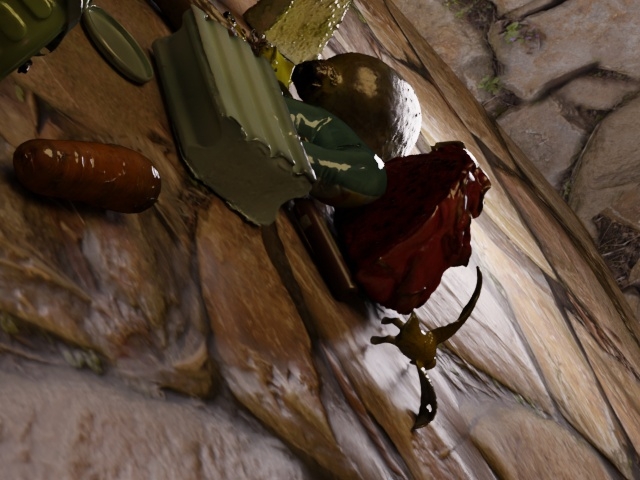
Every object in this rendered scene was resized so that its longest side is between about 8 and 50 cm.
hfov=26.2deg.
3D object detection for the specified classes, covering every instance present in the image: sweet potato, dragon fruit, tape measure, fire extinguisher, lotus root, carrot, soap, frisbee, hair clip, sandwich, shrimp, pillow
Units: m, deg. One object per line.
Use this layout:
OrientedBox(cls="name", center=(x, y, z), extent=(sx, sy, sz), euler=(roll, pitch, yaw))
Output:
OrientedBox(cls="sweet potato", center=(-0.197, -0.331, 1.825), extent=(0.233, 0.062, 0.081), euler=(49, 0, 1))
OrientedBox(cls="dragon fruit", center=(0.144, -0.011, 1.798), extent=(0.152, 0.205, 0.317), euler=(53, 10, -20))
OrientedBox(cls="tape measure", center=(-0.253, -0.189, 1.142), extent=(0.087, 0.154, 0.177), euler=(51, -16, -15))
OrientedBox(cls="fire extinguisher", center=(0.000, 0.000, 1.698), extent=(0.049, 0.035, 0.173), euler=(20, 38, -58))
OrientedBox(cls="lotus root", center=(0.052, -0.183, 2.027), extent=(0.173, 0.173, 0.309), euler=(59, 12, 22))
OrientedBox(cls="carrot", center=(-0.199, -0.059, 1.185), extent=(0.060, 0.060, 0.186), euler=(58, 17, 19))
OrientedBox(cls="soap", center=(-0.108, -0.145, 1.611), extent=(0.150, 0.094, 0.261), euler=(33, 25, -37))
OrientedBox(cls="frisbee", center=(-0.230, -0.221, 1.553), extent=(0.110, 0.014, 0.110), euler=(48, 14, -16))
OrientedBox(cls="hair clip", center=(-0.064, -0.237, 2.021), extent=(0.072, 0.046, 0.173), euler=(49, 17, -25))
OrientedBox(cls="sandwich", center=(-0.051, -0.352, 2.248), extent=(0.162, 0.193, 0.058), euler=(-7, 57, -30))
OrientedBox(cls="shrimp", center=(-0.092, -0.302, 2.133), extent=(0.038, 0.029, 0.092), euler=(32, 18, -32))
OrientedBox(cls="pillow", center=(-0.015, -0.123, 1.784), extent=(0.214, 0.086, 0.233), euler=(21, 21, -37))

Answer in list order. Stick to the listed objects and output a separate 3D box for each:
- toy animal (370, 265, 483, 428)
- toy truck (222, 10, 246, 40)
OrientedBox(cls="toy animal", center=(0.114, 0.122, 1.661), extent=(0.095, 0.219, 0.155), euler=(31, -17, -14))
OrientedBox(cls="toy truck", center=(-0.134, -0.281, 1.911), extent=(0.054, 0.049, 0.083), euler=(50, 16, -13))
